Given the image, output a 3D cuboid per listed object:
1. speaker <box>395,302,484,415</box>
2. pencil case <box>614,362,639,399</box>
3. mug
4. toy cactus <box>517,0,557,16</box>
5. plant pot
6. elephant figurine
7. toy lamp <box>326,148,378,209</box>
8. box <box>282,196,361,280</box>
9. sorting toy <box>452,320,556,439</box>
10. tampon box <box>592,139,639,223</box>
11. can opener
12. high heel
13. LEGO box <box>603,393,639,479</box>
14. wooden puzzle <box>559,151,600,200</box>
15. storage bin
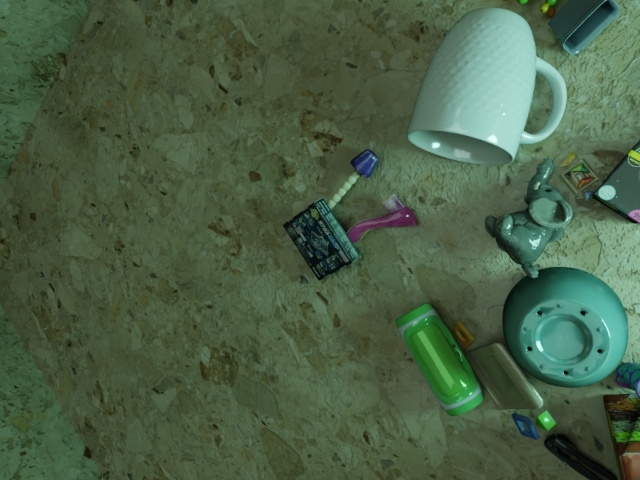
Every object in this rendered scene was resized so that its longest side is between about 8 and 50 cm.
[{"bbox_3d":[0.333,0.329,1.306,0.131,0.131,0.297,-35,75,23],"label":"speaker"},{"bbox_3d":[0.744,0.330,1.080,0.070,0.151,0.064,-44,76,10],"label":"pencil case"},{"bbox_3d":[0.443,-0.377,1.185,0.374,0.276,0.328,16,91,-4],"label":"mug"},{"bbox_3d":[0.604,-0.682,1.183,0.219,0.112,0.181,-27,60,27],"label":"toy cactus"},{"bbox_3d":[0.582,0.216,1.116,0.293,0.235,0.293,0,91,26],"label":"plant pot"},{"bbox_3d":[0.558,-0.063,1.180,0.239,0.169,0.186,-36,104,7],"label":"elephant figurine"},{"bbox_3d":[0.076,-0.167,1.456,0.080,0.080,0.275,46,109,19],"label":"toy lamp"},{"bbox_3d":[0.000,0.000,1.454,0.175,0.051,0.220,-33,90,44],"label":"box"},{"bbox_3d":[0.483,0.355,1.227,0.047,0.196,0.348,-28,75,-18],"label":"sorting toy"},{"bbox_3d":[0.751,-0.137,1.098,0.120,0.101,0.161,40,108,22],"label":"tampon box"},{"bbox_3d":[0.659,0.565,1.181,0.186,0.073,0.059,39,99,12],"label":"can opener"},{"bbox_3d":[0.173,-0.027,1.418,0.244,0.082,0.117,-39,83,18],"label":"high heel"},{"bbox_3d":[0.757,0.613,0.955,0.193,0.372,0.500,-12,86,26],"label":"LEGO box"},{"bbox_3d":[0.664,-0.165,1.192,0.078,0.014,0.116,-46,72,20],"label":"wooden puzzle"},{"bbox_3d":[0.647,-0.550,1.154,0.135,0.098,0.091,-47,52,34],"label":"storage bin"}]
